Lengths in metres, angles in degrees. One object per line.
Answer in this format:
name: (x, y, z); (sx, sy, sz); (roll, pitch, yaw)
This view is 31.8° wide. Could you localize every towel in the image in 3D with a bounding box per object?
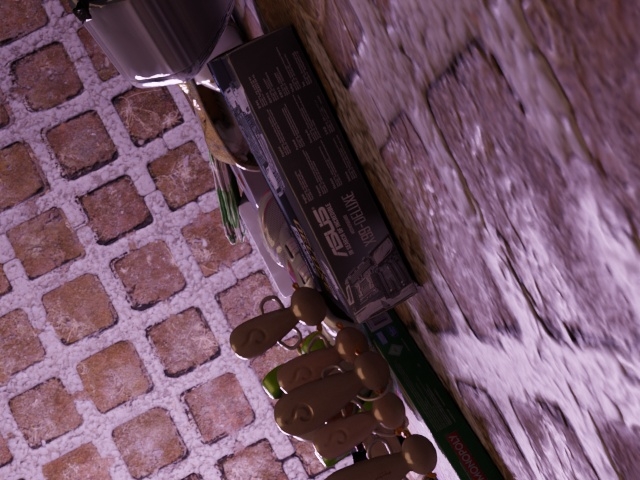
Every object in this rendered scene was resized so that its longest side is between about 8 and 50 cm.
towel: (-0.210, -0.169, 2.332); (0.248, 0.038, 0.324); (-100, -5, -77)

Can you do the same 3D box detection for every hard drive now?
hard drive: (-0.109, -0.008, 2.404); (0.210, 0.040, 0.318); (63, -178, -9)

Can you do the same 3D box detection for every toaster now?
toaster: (-0.189, -0.277, 1.285); (0.146, 0.129, 0.227); (59, -143, -40)

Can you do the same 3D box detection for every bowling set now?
bowling set: (0.031, 0.178, 1.399); (0.287, 0.154, 0.200); (59, -167, 1)

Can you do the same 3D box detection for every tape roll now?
tape roll: (-0.119, -0.151, 1.868); (0.219, 0.072, 0.219); (62, 174, 11)

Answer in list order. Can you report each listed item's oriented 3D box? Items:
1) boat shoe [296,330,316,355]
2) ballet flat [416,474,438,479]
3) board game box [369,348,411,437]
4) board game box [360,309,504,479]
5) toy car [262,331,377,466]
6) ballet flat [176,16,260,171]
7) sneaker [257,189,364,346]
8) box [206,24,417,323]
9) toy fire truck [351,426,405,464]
boat shoe: (0.047, 0.333, 2.488); (0.307, 0.104, 0.110); (59, 173, 32)
ballet flat: (0.212, 0.480, 1.947); (0.168, 0.057, 0.052); (61, 165, 15)
board game box: (0.087, 0.180, 1.689); (0.193, 0.045, 0.147); (65, 174, -25)
board game box: (0.152, 0.246, 1.415); (0.317, 0.046, 0.213); (58, 172, 40)
toy car: (0.027, 0.238, 1.640); (0.155, 0.149, 0.188); (49, 180, 22)
ballet flat: (-0.127, -0.213, 1.520); (0.123, 0.123, 0.348); (59, 173, 35)
sneaker: (0.004, 0.030, 1.528); (0.252, 0.103, 0.111); (56, 170, 2)
box: (-0.016, -0.076, 1.230); (0.307, 0.077, 0.242); (64, 174, -11)
toy fire truck: (0.063, 0.280, 1.977); (0.246, 0.159, 0.217); (-101, -13, -65)
